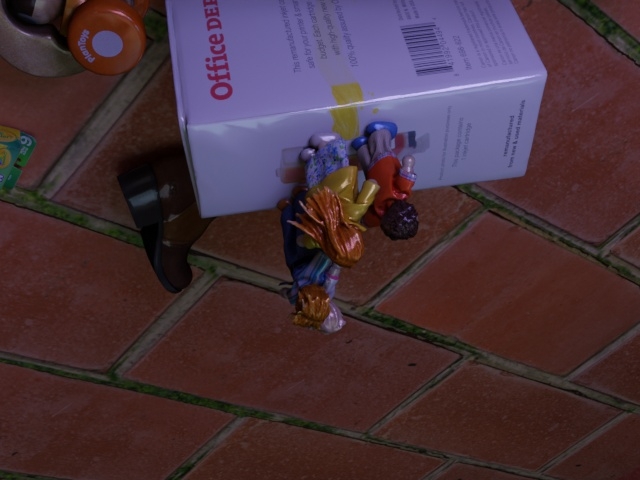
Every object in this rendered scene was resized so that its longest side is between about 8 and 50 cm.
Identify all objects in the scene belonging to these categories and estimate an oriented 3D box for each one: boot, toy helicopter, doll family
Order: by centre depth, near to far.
[{"bbox_3d":[-0.323,-0.327,0.977,0.235,0.140,0.355,-9,130,1],"label":"toy helicopter"},{"bbox_3d":[0.000,0.000,0.982,0.118,0.163,0.263,9,138,-24],"label":"doll family"},{"bbox_3d":[-0.133,-0.055,1.404,0.280,0.096,0.264,-21,134,-10],"label":"boot"}]

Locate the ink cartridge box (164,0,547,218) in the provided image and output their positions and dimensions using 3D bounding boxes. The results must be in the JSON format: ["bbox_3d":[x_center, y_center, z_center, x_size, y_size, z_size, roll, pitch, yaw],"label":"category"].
[{"bbox_3d":[0.026,-0.197,1.104,0.385,0.279,0.160,-8,141,-6],"label":"ink cartridge box"}]

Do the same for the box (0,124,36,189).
[{"bbox_3d":[-0.462,-0.109,1.209,0.179,0.043,0.105,11,132,-35],"label":"box"}]
